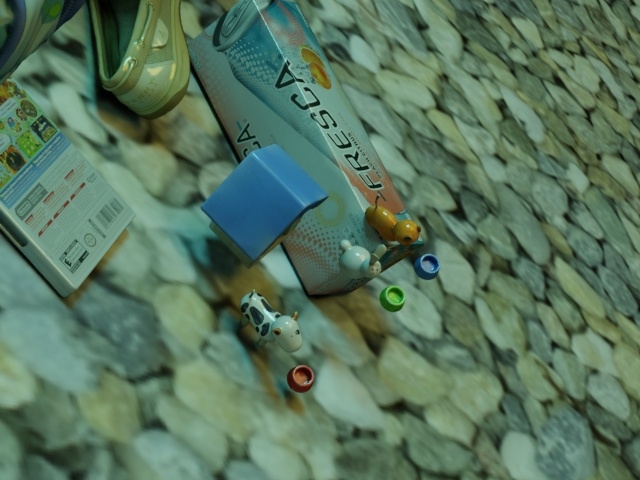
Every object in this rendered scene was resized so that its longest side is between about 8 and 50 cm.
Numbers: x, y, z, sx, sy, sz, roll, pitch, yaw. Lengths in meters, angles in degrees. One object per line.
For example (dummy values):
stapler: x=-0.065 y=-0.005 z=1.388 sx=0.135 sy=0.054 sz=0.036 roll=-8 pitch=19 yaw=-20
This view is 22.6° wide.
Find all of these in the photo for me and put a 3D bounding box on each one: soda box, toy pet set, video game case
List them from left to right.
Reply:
video game case: x=-0.149 y=-0.038 z=0.798 sx=0.122 sy=0.011 sz=0.087 roll=49 pitch=28 yaw=-12
soda box: x=-0.011 y=-0.059 z=0.988 sx=0.058 sy=0.063 sz=0.183 roll=-4 pitch=62 yaw=-59
toy pet set: x=0.000 y=0.000 z=0.882 sx=0.114 sy=0.065 sz=0.122 roll=46 pitch=62 yaw=6

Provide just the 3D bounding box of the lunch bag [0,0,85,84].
lunch bag: x=-0.201 y=-0.089 z=0.542 sx=0.176 sy=0.219 sz=0.090 roll=48 pitch=27 yaw=-13

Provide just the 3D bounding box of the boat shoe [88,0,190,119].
boat shoe: x=-0.113 y=-0.142 z=0.929 sx=0.048 sy=0.056 sz=0.153 roll=29 pitch=44 yaw=-48
